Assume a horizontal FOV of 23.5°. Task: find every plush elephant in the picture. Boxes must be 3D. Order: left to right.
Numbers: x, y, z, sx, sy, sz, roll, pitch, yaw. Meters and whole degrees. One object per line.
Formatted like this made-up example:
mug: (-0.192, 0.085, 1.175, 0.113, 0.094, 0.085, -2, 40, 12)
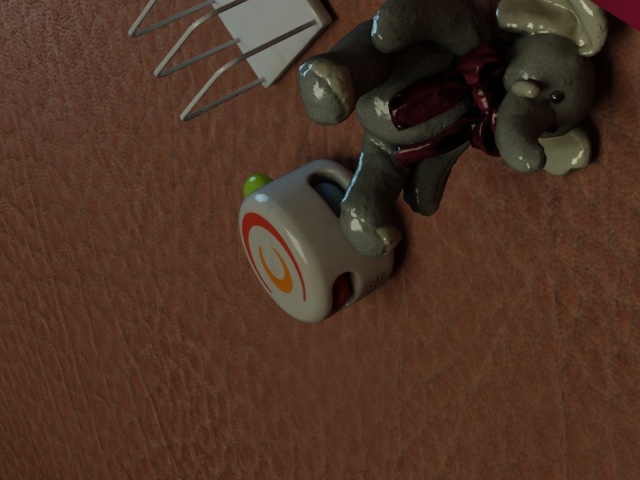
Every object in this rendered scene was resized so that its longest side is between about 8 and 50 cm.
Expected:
plush elephant: (0.168, -0.147, 1.609, 0.255, 0.330, 0.272, 10, 136, 25)

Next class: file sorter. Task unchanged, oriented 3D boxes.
file sorter: (-0.158, -0.324, 1.967, 0.278, 0.173, 0.193, 58, 148, 4)

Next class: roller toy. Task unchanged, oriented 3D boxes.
roller toy: (0.000, 0.000, 2.009, 0.191, 0.146, 0.209, 12, 127, 61)

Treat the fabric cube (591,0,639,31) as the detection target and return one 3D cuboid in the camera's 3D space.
fabric cube: (0.287, -0.346, 1.206, 0.258, 0.254, 0.259, 32, 143, -4)
